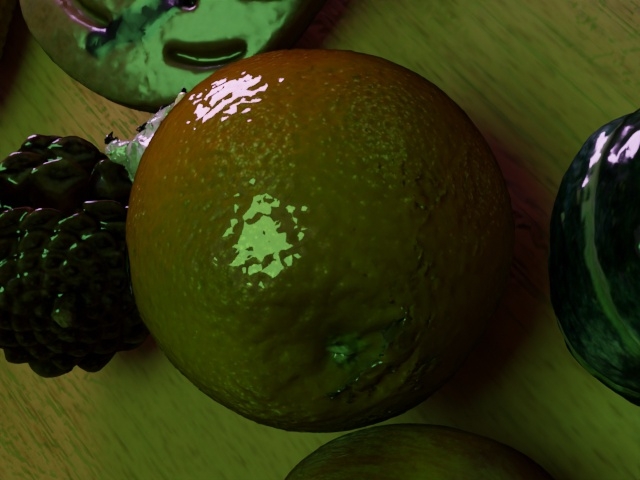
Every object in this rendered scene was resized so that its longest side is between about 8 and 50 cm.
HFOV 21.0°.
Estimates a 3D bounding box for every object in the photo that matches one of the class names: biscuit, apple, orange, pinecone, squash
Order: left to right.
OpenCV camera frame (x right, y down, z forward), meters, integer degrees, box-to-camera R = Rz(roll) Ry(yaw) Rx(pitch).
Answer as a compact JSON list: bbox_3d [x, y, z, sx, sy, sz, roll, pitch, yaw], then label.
[{"bbox_3d":[-0.213,0.003,1.409,0.207,0.207,0.208,-8,78,39],"label":"pinecone"},{"bbox_3d":[-0.105,-0.287,1.385,0.314,0.063,0.367,34,95,24],"label":"biscuit"},{"bbox_3d":[0.000,0.000,1.174,0.274,0.274,0.274,-8,78,39],"label":"orange"},{"bbox_3d":[0.063,0.223,1.127,0.187,0.211,0.211,-11,76,38],"label":"apple"},{"bbox_3d":[0.253,0.010,0.977,0.252,0.252,0.165,-18,64,37],"label":"squash"}]

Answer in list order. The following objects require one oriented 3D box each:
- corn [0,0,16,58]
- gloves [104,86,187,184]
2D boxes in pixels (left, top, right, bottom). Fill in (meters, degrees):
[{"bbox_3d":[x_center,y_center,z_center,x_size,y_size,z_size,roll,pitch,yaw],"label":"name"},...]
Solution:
[{"bbox_3d":[-0.332,-0.299,1.590,0.144,0.144,0.387,12,88,40],"label":"corn"},{"bbox_3d":[-0.090,-0.051,1.340,0.110,0.144,0.094,11,77,43],"label":"gloves"}]
